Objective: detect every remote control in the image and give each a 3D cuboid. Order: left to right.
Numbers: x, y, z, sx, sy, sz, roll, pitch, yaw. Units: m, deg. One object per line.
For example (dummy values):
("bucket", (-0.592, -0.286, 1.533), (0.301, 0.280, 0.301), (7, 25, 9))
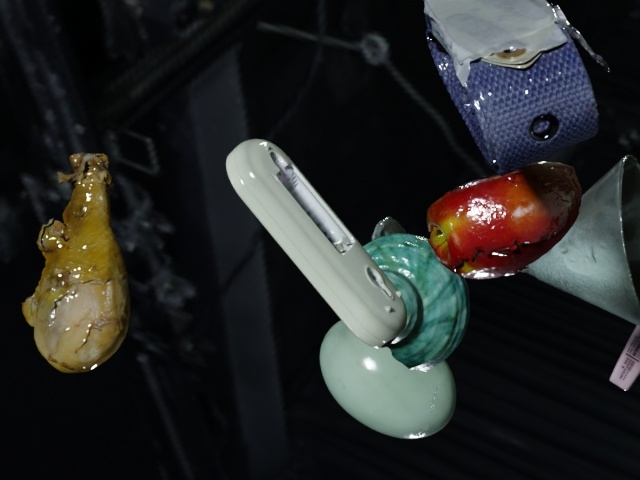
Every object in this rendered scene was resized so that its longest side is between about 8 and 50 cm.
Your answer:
("remote control", (0.000, 0.000, 1.235), (0.042, 0.221, 0.078), (-39, 3, 24))

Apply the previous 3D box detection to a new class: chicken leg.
("chicken leg", (-0.223, 0.020, 1.299), (0.085, 0.101, 0.207), (7, -102, -32))

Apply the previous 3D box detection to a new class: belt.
("belt", (0.176, -0.157, 1.247), (0.126, 0.230, 0.139), (-20, -59, 3))

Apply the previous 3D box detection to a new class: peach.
("peach", (0.198, -0.016, 1.482), (0.127, 0.172, 0.092), (65, -170, -69))

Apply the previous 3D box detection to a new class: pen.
("pen", (0.608, 0.189, 2.628), (0.032, 0.053, 0.197), (1, -62, -62))

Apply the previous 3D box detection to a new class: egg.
("egg", (0.127, 0.255, 2.632), (0.203, 0.283, 0.203), (-51, -9, -12))

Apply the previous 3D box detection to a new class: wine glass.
("wine glass", (0.296, 0.036, 2.127), (0.267, 0.406, 0.267), (-11, -90, -69))

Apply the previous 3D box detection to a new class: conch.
("conch", (0.118, 0.086, 1.960), (0.202, 0.134, 0.196), (-9, -102, -35))
